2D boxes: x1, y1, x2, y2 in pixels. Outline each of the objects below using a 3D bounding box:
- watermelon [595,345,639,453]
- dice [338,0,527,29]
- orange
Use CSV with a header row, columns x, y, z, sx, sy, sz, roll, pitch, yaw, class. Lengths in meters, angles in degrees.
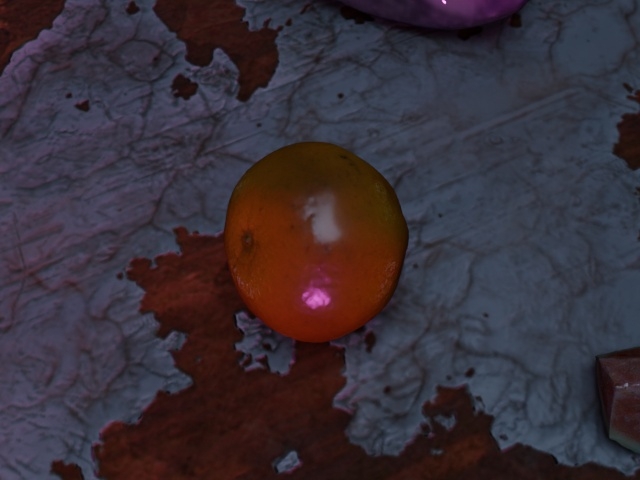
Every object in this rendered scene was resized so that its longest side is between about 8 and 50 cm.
x,y,z,sx,sy,sz,roll,pitch,yaw,class
0.255,0.122,0.535,0.085,0.072,0.092,-21,70,12,watermelon
0.110,-0.385,0.653,0.270,0.271,0.270,18,68,10,dice
0.000,0.000,0.559,0.136,0.159,0.159,0,61,-35,orange
